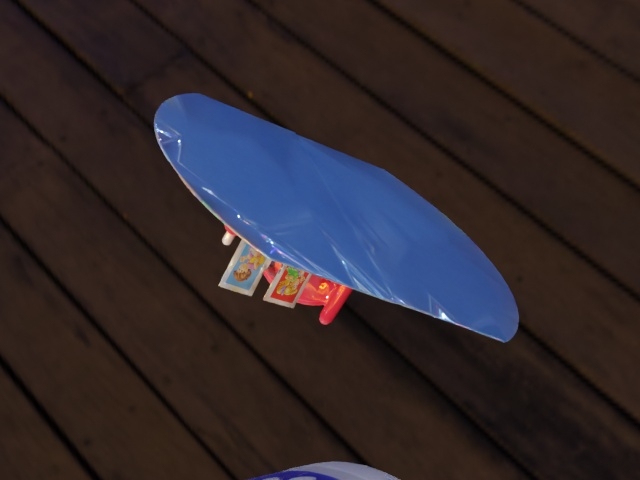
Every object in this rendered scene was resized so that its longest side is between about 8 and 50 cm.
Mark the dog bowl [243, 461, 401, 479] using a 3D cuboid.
[{"bbox_3d":[-0.012,0.243,0.715,0.104,0.265,0.265,-6,42,-39],"label":"dog bowl"}]

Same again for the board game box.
[{"bbox_3d":[0.000,0.000,0.618,0.033,0.168,0.133,-57,32,20],"label":"board game box"}]
